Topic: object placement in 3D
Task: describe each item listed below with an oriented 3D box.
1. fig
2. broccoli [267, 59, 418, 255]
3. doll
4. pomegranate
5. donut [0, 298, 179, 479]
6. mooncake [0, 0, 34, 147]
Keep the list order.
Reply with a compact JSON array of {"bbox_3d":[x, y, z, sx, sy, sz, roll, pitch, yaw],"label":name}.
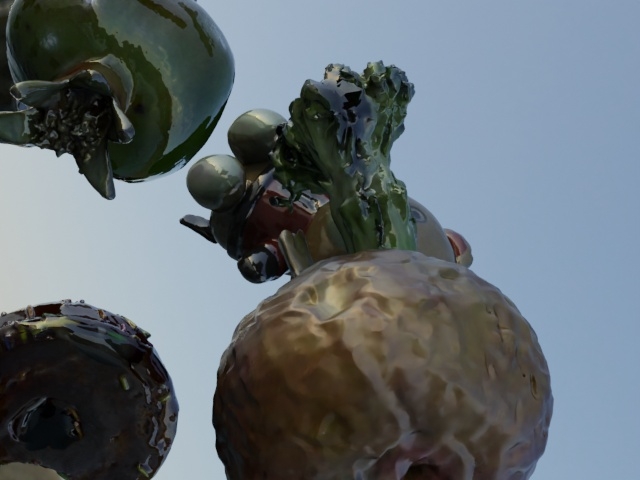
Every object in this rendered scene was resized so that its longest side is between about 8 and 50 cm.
[{"bbox_3d":[0.036,0.094,1.156,0.369,0.286,0.286,-108,-171,-52],"label":"fig"},{"bbox_3d":[0.053,-0.026,1.311,0.165,0.145,0.304,-44,-124,56],"label":"broccoli"},{"bbox_3d":[0.000,0.000,1.506,0.330,0.235,0.174,31,-39,16],"label":"doll"},{"bbox_3d":[-0.133,-0.096,0.821,0.152,0.131,0.191,35,28,-15],"label":"pomegranate"},{"bbox_3d":[-0.252,0.150,1.274,0.096,0.230,0.216,-102,-160,-62],"label":"donut"},{"bbox_3d":[-0.366,-0.218,1.509,0.228,0.124,0.228,6,90,-88],"label":"mooncake"}]
